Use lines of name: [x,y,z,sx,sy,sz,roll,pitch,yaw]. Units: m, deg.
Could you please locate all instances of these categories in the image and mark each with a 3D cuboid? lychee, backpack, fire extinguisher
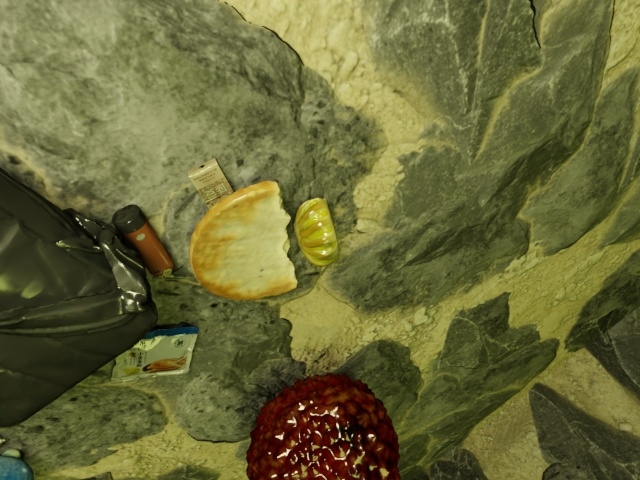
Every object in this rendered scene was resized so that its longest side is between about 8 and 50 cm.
lychee: [0.002,0.610,1.145,0.425,0.425,0.499,11,101,-34]
backpack: [-0.466,0.062,0.560,0.363,0.255,0.445,-38,132,-1]
fire extinguisher: [-0.298,0.016,0.740,0.062,0.050,0.177,-22,136,-6]

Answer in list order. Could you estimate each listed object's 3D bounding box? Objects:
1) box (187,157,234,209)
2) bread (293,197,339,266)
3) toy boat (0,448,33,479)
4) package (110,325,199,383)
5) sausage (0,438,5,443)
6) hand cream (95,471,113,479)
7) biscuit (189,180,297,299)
box: [-0.185,-0.095,0.719,0.053,0.024,0.083,-28,134,-4]
bread: [0.000,0.000,0.853,0.083,0.094,0.157,-23,143,-13]
toy boat: [-0.805,0.543,0.917,0.330,0.123,0.215,-16,129,1]
package: [-0.367,0.254,0.927,0.171,0.027,0.173,1,131,-28]
sausage: [-0.811,0.441,0.858,0.269,0.032,0.032,-2,128,-26]
hand cream: [-0.663,0.691,1.151,0.163,0.039,0.062,-10,116,-23]
biscuit: [-0.151,0.022,0.819,0.205,0.040,0.308,-19,139,-12]
